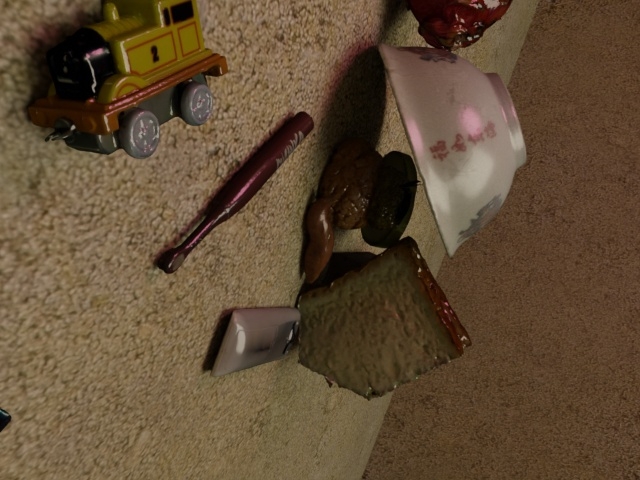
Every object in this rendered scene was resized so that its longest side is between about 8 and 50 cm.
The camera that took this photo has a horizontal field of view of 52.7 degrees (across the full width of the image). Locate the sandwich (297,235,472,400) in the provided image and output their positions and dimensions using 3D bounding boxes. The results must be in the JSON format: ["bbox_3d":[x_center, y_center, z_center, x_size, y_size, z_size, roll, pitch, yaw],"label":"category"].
[{"bbox_3d":[0.108,0.178,1.329,0.326,0.262,0.131,-30,171,13],"label":"sandwich"}]

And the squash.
[{"bbox_3d":[0.146,-0.089,1.411,0.219,0.041,0.219,-168,-90,-74],"label":"squash"}]

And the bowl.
[{"bbox_3d":[0.267,-0.200,1.231,0.435,0.196,0.434,-19,90,-78],"label":"bowl"}]

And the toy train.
[{"bbox_3d":[-0.169,-0.153,0.580,0.219,0.089,0.127,-47,140,-48],"label":"toy train"}]

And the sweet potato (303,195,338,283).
[{"bbox_3d":[-0.002,0.000,1.242,0.058,0.055,0.202,-62,162,-54],"label":"sweet potato"}]

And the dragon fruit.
[{"bbox_3d":[0.274,-0.520,1.233,0.314,0.250,0.250,-58,164,12],"label":"dragon fruit"}]

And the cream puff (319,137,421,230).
[{"bbox_3d":[0.104,-0.096,1.263,0.183,0.169,0.183,-52,154,-39],"label":"cream puff"}]

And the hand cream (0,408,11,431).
[{"bbox_3d":[-0.324,0.141,0.491,0.120,0.061,0.270,-57,162,-31],"label":"hand cream"}]

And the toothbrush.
[{"bbox_3d":[-0.106,-0.075,0.901,0.364,0.041,0.040,-54,155,-39],"label":"toothbrush"}]

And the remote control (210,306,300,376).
[{"bbox_3d":[-0.099,0.178,1.149,0.109,0.055,0.313,-71,162,2],"label":"remote control"}]

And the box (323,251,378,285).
[{"bbox_3d":[0.123,0.157,1.547,0.297,0.191,0.225,1,107,-72],"label":"box"}]
